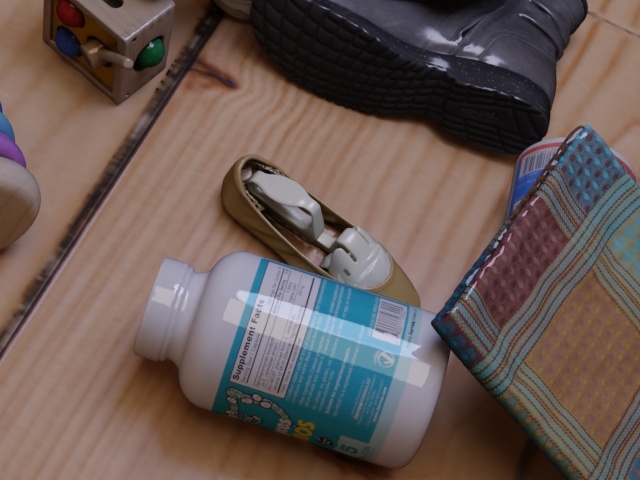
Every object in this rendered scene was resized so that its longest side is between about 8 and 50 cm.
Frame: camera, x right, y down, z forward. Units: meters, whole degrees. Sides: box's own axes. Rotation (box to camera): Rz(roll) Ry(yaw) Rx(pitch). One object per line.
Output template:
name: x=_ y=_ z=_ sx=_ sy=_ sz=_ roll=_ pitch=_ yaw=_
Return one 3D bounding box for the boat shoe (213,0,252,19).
boat shoe: x=0.001 y=-0.339 z=1.590 sx=0.285 sy=0.092 sz=0.103 roll=-35 pitch=74 yaw=-26

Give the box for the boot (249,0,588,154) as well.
boot: x=0.105 y=-0.236 z=1.562 sx=0.338 sy=0.118 sz=0.222 roll=24 pitch=52 yaw=-6

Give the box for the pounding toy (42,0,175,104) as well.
pounding toy: x=-0.209 y=-0.204 z=1.450 sx=0.141 sy=0.130 sz=0.100 roll=41 pitch=62 yaw=12

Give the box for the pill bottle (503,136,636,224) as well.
pill bottle: x=0.232 y=0.021 z=1.420 sx=0.124 sy=0.124 sz=0.221 roll=16 pitch=60 yaw=-2

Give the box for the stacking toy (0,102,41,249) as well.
stacking toy: x=-0.367 y=-0.149 z=1.391 sx=0.141 sy=0.141 sz=0.330 roll=-12 pitch=61 yaw=-18

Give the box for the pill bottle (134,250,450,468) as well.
pill bottle: x=-0.027 y=0.098 z=1.311 sx=0.264 sy=0.146 sz=0.146 roll=18 pitch=59 yaw=-1

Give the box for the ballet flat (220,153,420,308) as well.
ballet flat: x=0.000 y=0.000 z=1.413 sx=0.232 sy=0.073 sz=0.080 roll=35 pitch=61 yaw=8

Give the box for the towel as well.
towel: x=0.286 y=0.112 z=1.333 sx=0.370 sy=0.040 sz=0.271 roll=48 pitch=59 yaw=-17
